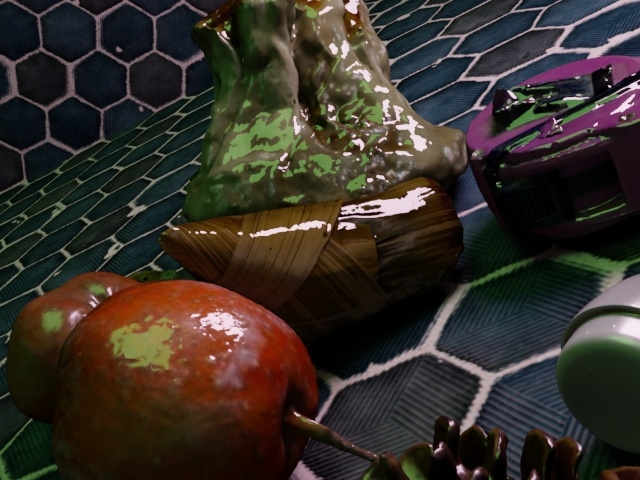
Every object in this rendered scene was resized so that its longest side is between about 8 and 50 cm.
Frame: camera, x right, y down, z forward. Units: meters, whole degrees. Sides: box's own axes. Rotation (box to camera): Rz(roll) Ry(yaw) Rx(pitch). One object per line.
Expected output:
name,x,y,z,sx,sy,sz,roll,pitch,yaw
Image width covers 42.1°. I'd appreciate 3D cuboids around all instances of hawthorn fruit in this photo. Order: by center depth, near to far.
hawthorn fruit,-0.114,0.137,0.749,0.263,0.235,0.231,-34,31,6
hawthorn fruit,-0.309,0.150,1.047,0.251,0.199,0.199,-29,19,38

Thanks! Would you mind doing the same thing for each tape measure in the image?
tape measure,0.281,-0.110,0.893,0.245,0.149,0.232,-21,26,20

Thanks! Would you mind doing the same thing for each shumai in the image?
shumai,-0.016,-0.186,1.109,0.397,0.324,0.324,-10,8,12

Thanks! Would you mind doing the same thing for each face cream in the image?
face cream,0.235,0.086,0.596,0.117,0.117,0.104,-3,28,47

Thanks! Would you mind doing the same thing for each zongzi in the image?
zongzi,0.000,0.000,0.857,0.285,0.288,0.134,-26,63,6

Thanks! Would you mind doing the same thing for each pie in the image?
pie,-0.301,0.100,1.294,0.186,0.041,0.187,-26,23,12

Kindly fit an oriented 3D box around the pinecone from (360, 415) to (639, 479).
pinecone,0.099,0.190,0.453,0.207,0.208,0.208,-25,24,12
